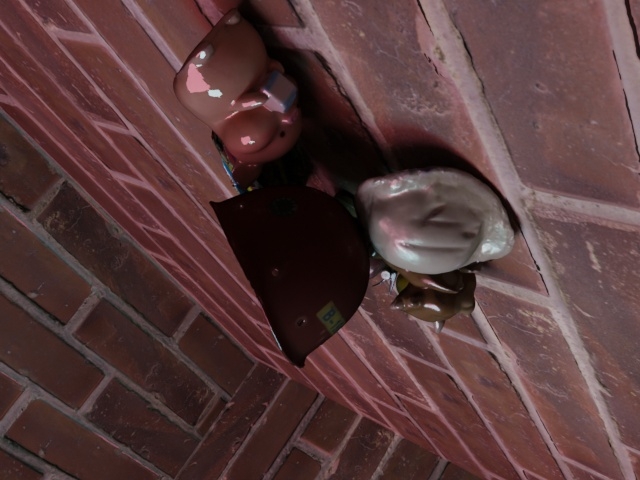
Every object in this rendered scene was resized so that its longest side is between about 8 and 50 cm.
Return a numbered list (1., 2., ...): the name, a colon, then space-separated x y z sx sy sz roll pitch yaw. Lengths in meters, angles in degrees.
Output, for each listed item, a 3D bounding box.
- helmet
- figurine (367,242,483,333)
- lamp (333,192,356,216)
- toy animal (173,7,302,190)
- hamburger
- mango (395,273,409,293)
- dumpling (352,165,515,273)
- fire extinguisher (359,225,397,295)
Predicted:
1. helmet: -0.025 0.039 1.446 0.338 0.230 0.385 60 178 32
2. figurine: 0.195 0.065 1.558 0.247 0.177 0.173 24 143 -1
3. lamp: 0.000 0.000 1.667 0.121 0.215 0.121 34 170 7
4. toy animal: -0.126 -0.252 1.356 0.256 0.195 0.213 46 152 -22
5. hamburger: -0.113 -0.159 1.640 0.261 0.150 0.276 63 170 -23
6. mango: 0.235 0.114 1.760 0.130 0.092 0.194 36 171 -9
7. dumpling: 0.196 -0.052 1.356 0.227 0.243 0.175 97 159 -49
8. fire extinguisher: 0.071 0.015 1.775 0.269 0.105 0.105 35 162 0
